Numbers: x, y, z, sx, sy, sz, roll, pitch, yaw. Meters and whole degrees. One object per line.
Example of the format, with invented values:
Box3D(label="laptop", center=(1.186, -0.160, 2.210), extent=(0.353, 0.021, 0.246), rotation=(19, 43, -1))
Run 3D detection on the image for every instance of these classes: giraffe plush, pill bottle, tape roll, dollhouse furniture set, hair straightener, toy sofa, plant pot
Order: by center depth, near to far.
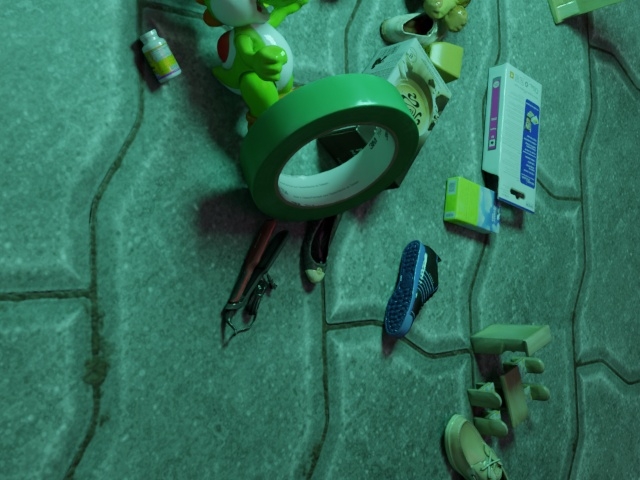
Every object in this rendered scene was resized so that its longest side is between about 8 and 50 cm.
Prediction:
Box3D(label="pill bottle", center=(-0.274, -0.313, 1.257), extent=(0.043, 0.043, 0.083), rotation=(-41, 113, -36))
Box3D(label="tape roll", center=(0.017, -0.158, 1.331), extent=(0.321, 0.321, 0.077), rotation=(4, 53, -42))
Box3D(label="hair straightener", center=(-0.109, 0.077, 1.374), extent=(0.089, 0.047, 0.230), rotation=(37, 64, -34))
Box3D(label="giraffe plush", center=(0.338, -0.600, 1.715), extent=(0.210, 0.170, 0.181), rotation=(0, 60, -46))
Box3D(label="plant pot", center=(0.275, -0.422, 1.744), extent=(0.083, 0.081, 0.081), rotation=(18, 75, -29))
Box3D(label="dollhouse furniture set", center=(0.486, 0.336, 1.817), extent=(0.212, 0.161, 0.242), rotation=(-22, 101, -41))
Box3D(label="toy sofa", center=(0.829, -0.746, 2.081), extent=(0.177, 0.362, 0.150), rotation=(-33, 108, -32))

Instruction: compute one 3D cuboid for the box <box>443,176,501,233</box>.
Box3D(label="box", center=(0.379, -0.083, 1.833), extent=(0.178, 0.042, 0.109), rotation=(16, 77, -41))

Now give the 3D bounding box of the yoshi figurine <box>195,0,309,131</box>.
Box3D(label="yoshi figurine", center=(-0.079, -0.361, 1.279), extent=(0.203, 0.203, 0.362), rotation=(-31, 128, -19))

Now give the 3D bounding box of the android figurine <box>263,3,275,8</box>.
Box3D(label="android figurine", center=(-0.155, -0.541, 1.378), extent=(0.248, 0.056, 0.273), rotation=(-37, 109, -38))

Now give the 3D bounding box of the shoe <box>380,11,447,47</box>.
Box3D(label="shoe", center=(0.233, -0.490, 1.721), extent=(0.219, 0.058, 0.076), rotation=(-17, 98, -42))

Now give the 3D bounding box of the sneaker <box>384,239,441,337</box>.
Box3D(label="sneaker", center=(0.214, 0.116, 1.642), extent=(0.090, 0.081, 0.232), rotation=(31, 65, -29))

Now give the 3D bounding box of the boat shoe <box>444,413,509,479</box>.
Box3D(label="boat shoe", center=(0.389, 0.538, 1.755), extent=(0.109, 0.098, 0.302), rotation=(-41, 114, -36))

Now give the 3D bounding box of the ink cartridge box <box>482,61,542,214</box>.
Box3D(label="ink cartridge box", center=(0.506, -0.264, 1.948), extent=(0.176, 0.069, 0.371), rotation=(16, 74, -41))

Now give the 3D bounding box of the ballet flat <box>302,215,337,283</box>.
Box3D(label="ballet flat", center=(0.000, 0.000, 1.477), extent=(0.057, 0.049, 0.173), rotation=(17, 76, -39))

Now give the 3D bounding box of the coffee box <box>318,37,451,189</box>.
Box3D(label="coffee box", center=(0.144, -0.266, 1.582), extent=(0.168, 0.119, 0.297), rotation=(49, 57, -29))
